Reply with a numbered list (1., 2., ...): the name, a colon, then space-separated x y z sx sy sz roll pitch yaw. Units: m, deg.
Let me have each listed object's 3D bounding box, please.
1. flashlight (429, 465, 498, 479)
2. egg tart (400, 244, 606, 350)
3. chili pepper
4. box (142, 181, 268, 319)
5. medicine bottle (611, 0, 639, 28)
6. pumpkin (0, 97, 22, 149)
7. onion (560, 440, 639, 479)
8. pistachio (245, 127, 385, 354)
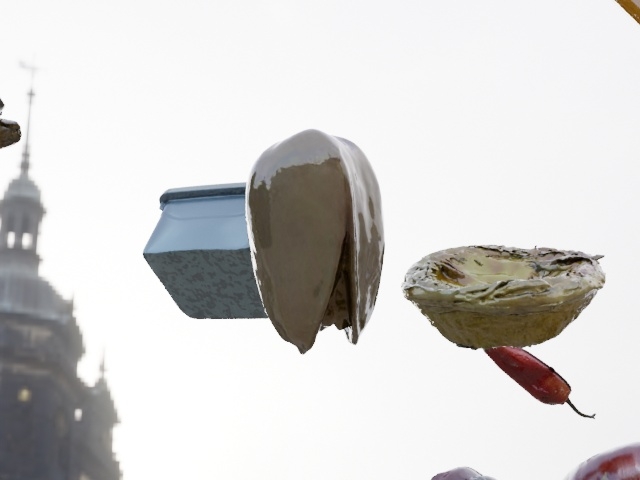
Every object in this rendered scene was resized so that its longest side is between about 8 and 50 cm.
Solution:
1. flashlight: 0.163 0.243 0.931 0.093 0.232 0.093 -28 -47 -35
2. egg tart: 0.216 0.065 1.623 0.252 0.232 0.098 -8 -73 -11
3. chili pepper: 0.306 0.192 2.059 0.268 0.050 0.059 39 -22 -12
4. box: -0.108 0.012 1.762 0.227 0.130 0.162 -1 -46 35
5. medicine bottle: 0.258 -0.181 0.920 0.149 0.222 0.112 24 -65 -45
6. pumpkin: -0.445 -0.086 1.445 0.242 0.232 0.325 9 -7 4
7. onion: 0.397 0.354 1.683 0.248 0.161 0.248 -12 -50 -14
8. pistachio: 0.000 0.000 1.245 0.130 0.206 0.131 -9 9 -16
